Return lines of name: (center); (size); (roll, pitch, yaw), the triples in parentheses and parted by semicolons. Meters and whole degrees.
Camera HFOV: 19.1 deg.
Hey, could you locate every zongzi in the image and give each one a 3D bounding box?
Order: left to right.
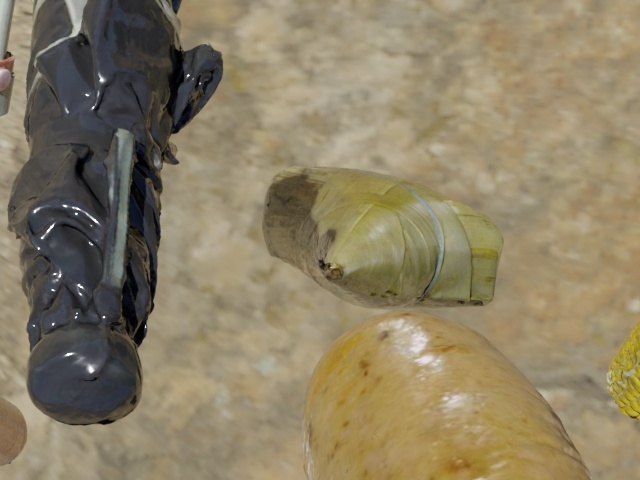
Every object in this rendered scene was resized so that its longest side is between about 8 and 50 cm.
zongzi: (0.000, 0.000, 1.595); (0.256, 0.228, 0.115); (-8, 110, -53)

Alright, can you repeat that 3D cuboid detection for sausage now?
sausage: (-0.326, 0.161, 1.743); (0.074, 0.274, 0.074); (0, 77, 1)
sausage: (0.073, 0.182, 0.783); (0.136, 0.501, 0.123); (-18, 121, 4)

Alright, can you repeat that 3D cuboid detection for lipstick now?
lipstick: (-0.297, -0.204, 1.713); (0.063, 0.057, 0.186); (-23, 132, -55)

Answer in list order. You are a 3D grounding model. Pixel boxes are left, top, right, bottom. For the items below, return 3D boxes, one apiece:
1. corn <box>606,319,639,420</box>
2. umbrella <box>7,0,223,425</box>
corn: (0.377, 0.070, 1.805); (0.115, 0.318, 0.115); (13, 49, -16)
umbrella: (-0.113, -0.051, 1.045); (0.106, 0.357, 0.113); (-32, 128, 25)
